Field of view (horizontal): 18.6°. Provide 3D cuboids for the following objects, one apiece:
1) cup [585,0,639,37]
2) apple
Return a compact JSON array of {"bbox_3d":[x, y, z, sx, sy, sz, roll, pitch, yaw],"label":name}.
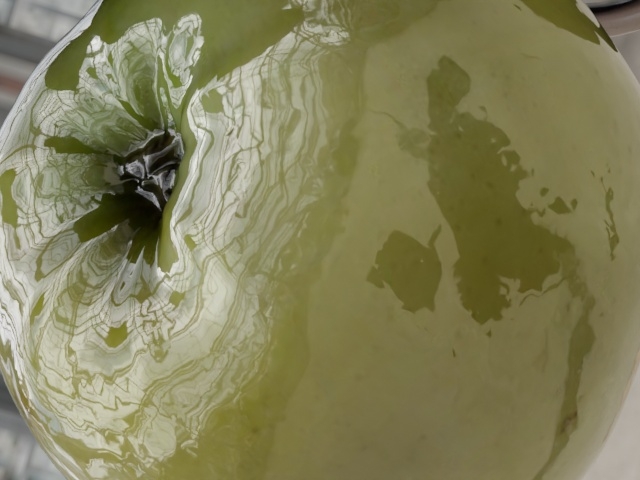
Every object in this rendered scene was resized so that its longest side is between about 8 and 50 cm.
[{"bbox_3d":[0.141,-0.214,0.867,0.191,0.200,0.253,-92,6,-79],"label":"cup"},{"bbox_3d":[0.000,0.000,0.736,0.262,0.262,0.262,-163,90,-84],"label":"apple"}]
